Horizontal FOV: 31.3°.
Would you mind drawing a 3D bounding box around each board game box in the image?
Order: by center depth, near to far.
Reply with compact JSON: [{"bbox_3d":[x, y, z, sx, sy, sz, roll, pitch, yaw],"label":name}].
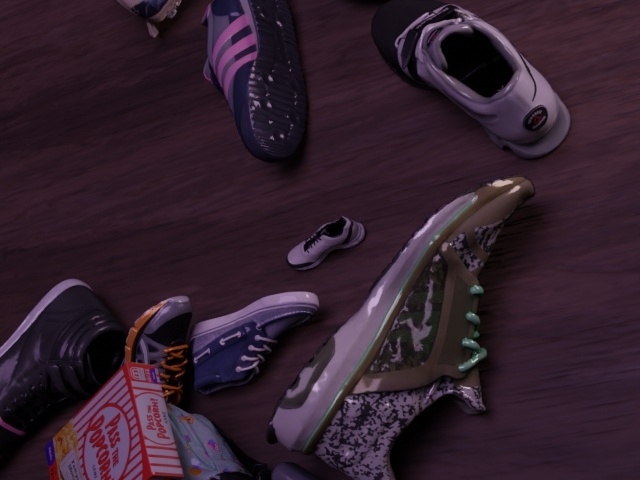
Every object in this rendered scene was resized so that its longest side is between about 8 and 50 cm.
[{"bbox_3d":[-0.241,0.253,1.315,0.193,0.045,0.146,-45,49,31],"label":"board game box"}]

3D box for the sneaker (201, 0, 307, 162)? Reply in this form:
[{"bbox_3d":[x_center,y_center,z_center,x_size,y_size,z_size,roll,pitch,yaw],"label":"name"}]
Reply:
[{"bbox_3d":[-0.102,-0.223,1.585,0.131,0.112,0.319,-31,49,35],"label":"sneaker"}]

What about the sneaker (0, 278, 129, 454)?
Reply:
[{"bbox_3d":[-0.366,0.197,1.508,0.147,0.104,0.295,25,76,42],"label":"sneaker"}]

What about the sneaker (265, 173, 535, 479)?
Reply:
[{"bbox_3d":[0.128,0.110,1.272,0.182,0.158,0.410,39,87,7],"label":"sneaker"}]

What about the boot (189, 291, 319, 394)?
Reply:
[{"bbox_3d":[-0.079,0.128,1.404,0.190,0.069,0.086,-22,61,30],"label":"boot"}]

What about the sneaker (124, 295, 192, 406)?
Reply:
[{"bbox_3d":[-0.203,0.166,1.430,0.083,0.084,0.214,35,112,29],"label":"sneaker"}]

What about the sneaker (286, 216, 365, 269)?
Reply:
[{"bbox_3d":[0.000,0.000,1.432,0.109,0.044,0.040,-29,56,17],"label":"sneaker"}]

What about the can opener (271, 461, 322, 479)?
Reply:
[{"bbox_3d":[0.044,0.325,1.205,0.280,0.093,0.074,28,95,35],"label":"can opener"}]

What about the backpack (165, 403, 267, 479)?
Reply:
[{"bbox_3d":[-0.160,0.272,1.343,0.152,0.115,0.182,-46,49,6],"label":"backpack"}]

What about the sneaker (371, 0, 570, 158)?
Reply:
[{"bbox_3d":[0.162,-0.237,1.395,0.122,0.146,0.330,-50,50,2],"label":"sneaker"}]

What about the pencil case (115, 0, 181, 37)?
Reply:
[{"bbox_3d":[-0.168,-0.504,1.722,0.410,0.183,0.160,-39,24,7],"label":"pencil case"}]
